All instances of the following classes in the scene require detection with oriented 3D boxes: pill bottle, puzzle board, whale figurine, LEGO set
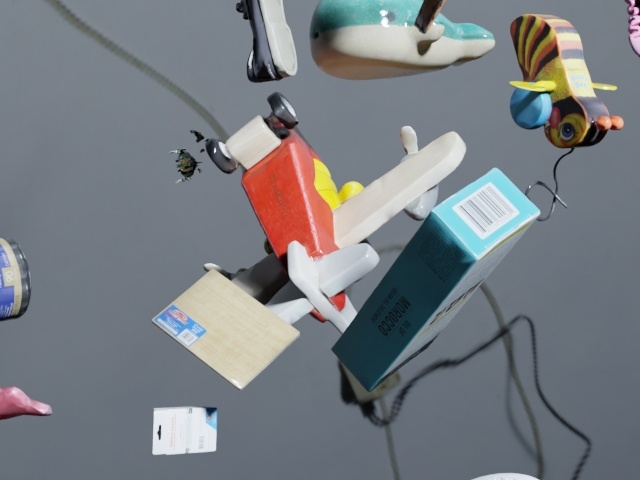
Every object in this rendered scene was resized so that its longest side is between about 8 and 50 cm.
[{"bbox_3d":[-0.531,0.068,1.704,0.219,0.123,0.123,-10,116,-37],"label":"pill bottle"},{"bbox_3d":[-0.100,0.094,1.286,0.096,0.128,0.011,-41,154,-32],"label":"puzzle board"},{"bbox_3d":[0.116,-0.310,1.759,0.272,0.216,0.141,-3,87,-23],"label":"whale figurine"},{"bbox_3d":[-0.184,-0.118,1.730,0.083,0.023,0.054,-42,86,20],"label":"LEGO set"}]

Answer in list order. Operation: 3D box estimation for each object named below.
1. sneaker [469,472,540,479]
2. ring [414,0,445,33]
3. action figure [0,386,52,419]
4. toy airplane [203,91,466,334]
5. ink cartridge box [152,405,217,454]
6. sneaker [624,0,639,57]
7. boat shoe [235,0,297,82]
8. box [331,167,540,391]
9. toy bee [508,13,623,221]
[{"bbox_3d":[0.095,0.254,0.832,0.126,0.091,0.240,34,118,-27],"label":"sneaker"},{"bbox_3d":[0.131,-0.275,0.702,0.032,0.336,0.337,30,104,0],"label":"ring"},{"bbox_3d":[-0.263,0.011,0.359,0.370,0.248,0.276,9,137,-2],"label":"action figure"},{"bbox_3d":[0.000,0.000,1.747,0.272,0.386,0.384,39,67,-48],"label":"toy airplane"},{"bbox_3d":[-0.152,0.202,1.293,0.083,0.028,0.048,5,84,-43],"label":"ink cartridge box"},{"bbox_3d":[0.314,-0.226,1.132,0.057,0.119,0.047,-21,156,36],"label":"sneaker"},{"bbox_3d":[-0.086,-0.301,1.554,0.065,0.075,0.206,-16,83,24],"label":"boat shoe"},{"bbox_3d":[0.103,0.041,1.136,0.060,0.100,0.244,47,140,13],"label":"box"},{"bbox_3d":[0.376,-0.199,1.794,0.195,0.162,0.298,-32,104,-35],"label":"toy bee"}]
